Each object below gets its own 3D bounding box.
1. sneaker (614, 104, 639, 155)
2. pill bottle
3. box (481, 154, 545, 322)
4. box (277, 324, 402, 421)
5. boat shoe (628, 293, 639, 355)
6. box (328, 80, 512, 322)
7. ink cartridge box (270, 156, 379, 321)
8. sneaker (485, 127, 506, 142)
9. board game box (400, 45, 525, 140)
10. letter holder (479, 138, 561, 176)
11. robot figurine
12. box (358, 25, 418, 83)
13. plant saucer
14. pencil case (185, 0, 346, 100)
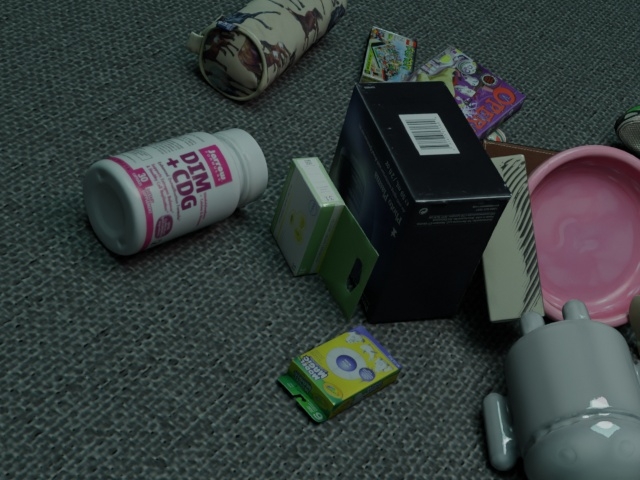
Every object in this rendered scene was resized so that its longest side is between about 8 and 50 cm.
[{"bbox_3d":[0.802,-0.182,2.334,0.343,0.134,0.146,29,42,8],"label":"sneaker"},{"bbox_3d":[-0.237,-0.091,1.784,0.283,0.160,0.160,-23,58,-39],"label":"pill bottle"},{"bbox_3d":[0.318,-0.001,1.811,0.094,0.275,0.113,-8,-4,11],"label":"box"},{"bbox_3d":[0.029,0.208,1.669,0.179,0.043,0.105,-25,58,-38],"label":"box"},{"bbox_3d":[0.586,0.156,1.902,0.043,0.137,0.049,-21,13,-29],"label":"boat shoe"},{"bbox_3d":[0.145,-0.065,1.814,0.183,0.294,0.296,-5,47,-21],"label":"box"},{"bbox_3d":[0.000,0.000,1.779,0.056,0.171,0.235,-6,49,-27],"label":"ink cartridge box"},{"bbox_3d":[0.311,-0.235,2.243,0.161,0.057,0.075,37,38,13],"label":"sneaker"},{"bbox_3d":[0.239,-0.258,2.194,0.208,0.056,0.347,41,57,16],"label":"board game box"},{"bbox_3d":[0.405,-0.062,2.040,0.302,0.214,0.152,7,-1,-15],"label":"letter holder"},{"bbox_3d":[0.397,0.263,1.633,0.300,0.200,0.353,-19,47,17],"label":"robot figurine"},{"bbox_3d":[0.151,-0.392,2.360,0.114,0.036,0.207,17,41,-5],"label":"box"},{"bbox_3d":[0.484,-0.005,1.938,0.332,0.332,0.084,10,-1,-12],"label":"plant saucer"},{"bbox_3d":[-0.098,-0.452,2.228,0.183,0.160,0.410,41,43,0],"label":"pencil case"}]
